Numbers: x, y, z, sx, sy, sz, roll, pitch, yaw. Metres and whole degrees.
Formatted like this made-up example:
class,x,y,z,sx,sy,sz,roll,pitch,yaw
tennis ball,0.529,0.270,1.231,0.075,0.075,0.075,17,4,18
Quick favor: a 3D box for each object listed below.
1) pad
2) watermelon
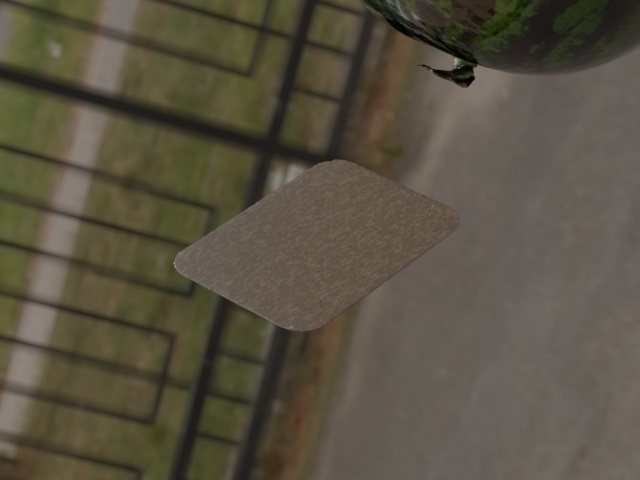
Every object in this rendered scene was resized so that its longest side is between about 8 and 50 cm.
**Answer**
class,x,y,z,sx,sy,sz,roll,pitch,yaw
pad,0.000,0.000,1.921,0.266,0.176,0.002,-34,-41,-42
watermelon,0.127,-0.224,1.215,0.269,0.269,0.269,-165,90,-75
